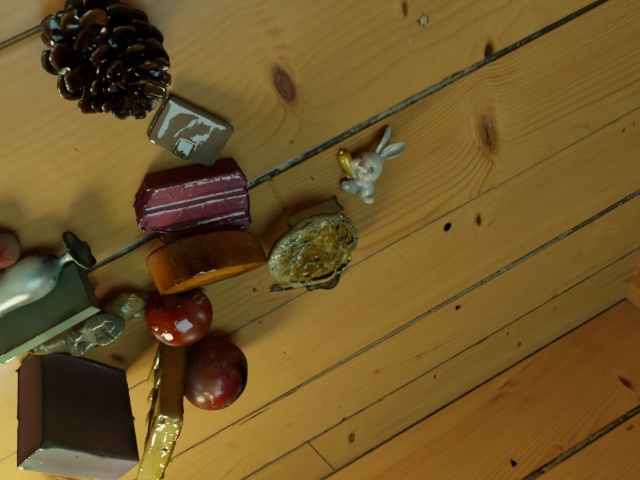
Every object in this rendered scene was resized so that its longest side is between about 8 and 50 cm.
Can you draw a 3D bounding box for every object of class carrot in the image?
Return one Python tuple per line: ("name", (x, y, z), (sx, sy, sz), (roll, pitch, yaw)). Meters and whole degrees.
("carrot", (-0.261, 0.061, 1.168), (0.259, 0.100, 0.307), (-21, 167, 23))

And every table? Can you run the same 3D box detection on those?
("table", (-0.625, 0.174, 1.115), (0.240, 0.121, 0.111), (-29, 158, -4))

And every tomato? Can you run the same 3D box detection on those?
("tomato", (-0.362, 0.196, 1.252), (0.168, 0.167, 0.167), (-17, 136, -17))
("tomato", (-0.313, 0.401, 1.446), (0.208, 0.185, 0.207), (-35, 137, -40))

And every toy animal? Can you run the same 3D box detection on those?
("toy animal", (0.123, -0.204, 1.255), (0.127, 0.131, 0.181), (-39, 159, -46))

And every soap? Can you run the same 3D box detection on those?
("soap", (-0.617, 0.442, 1.237), (0.107, 0.296, 0.285), (-39, 136, 6))
("soap", (-0.289, -0.085, 1.087), (0.250, 0.099, 0.162), (-14, 135, -20))

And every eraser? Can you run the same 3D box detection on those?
("eraser", (0.000, 0.000, 1.367), (0.158, 0.069, 0.225), (-25, 137, -12))

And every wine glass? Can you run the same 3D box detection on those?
("wine glass", (-0.612, 0.073, 1.041), (0.222, 0.103, 0.103), (-30, 138, -3))

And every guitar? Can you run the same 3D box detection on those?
("guitar", (-0.046, 0.131, 1.495), (0.234, 0.025, 0.088), (-9, 133, -23))

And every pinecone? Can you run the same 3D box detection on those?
("pinecone", (-0.341, -0.290, 0.797), (0.208, 0.207, 0.207), (-17, 136, -17))

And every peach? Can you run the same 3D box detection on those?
("peach", (-0.654, 0.020, 0.981), (0.083, 0.083, 0.083), (-17, 136, -17))

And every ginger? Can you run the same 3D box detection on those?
("ginger", (-0.580, 0.211, 1.213), (0.299, 0.065, 0.117), (-22, 141, -10))

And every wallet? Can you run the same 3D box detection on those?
("wallet", (-0.272, -0.225, 1.012), (0.153, 0.038, 0.118), (23, 112, -39))

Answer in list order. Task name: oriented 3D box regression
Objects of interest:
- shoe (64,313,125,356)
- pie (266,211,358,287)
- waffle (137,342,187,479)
("shoe", (-0.513, 0.211, 1.143), (0.169, 0.071, 0.099), (-27, 180, 18))
("pie", (-0.016, 0.034, 1.298), (0.275, 0.055, 0.274), (-20, 140, -18))
("waffle", (-0.419, 0.415, 1.309), (0.078, 0.348, 0.304), (11, 125, -21))
